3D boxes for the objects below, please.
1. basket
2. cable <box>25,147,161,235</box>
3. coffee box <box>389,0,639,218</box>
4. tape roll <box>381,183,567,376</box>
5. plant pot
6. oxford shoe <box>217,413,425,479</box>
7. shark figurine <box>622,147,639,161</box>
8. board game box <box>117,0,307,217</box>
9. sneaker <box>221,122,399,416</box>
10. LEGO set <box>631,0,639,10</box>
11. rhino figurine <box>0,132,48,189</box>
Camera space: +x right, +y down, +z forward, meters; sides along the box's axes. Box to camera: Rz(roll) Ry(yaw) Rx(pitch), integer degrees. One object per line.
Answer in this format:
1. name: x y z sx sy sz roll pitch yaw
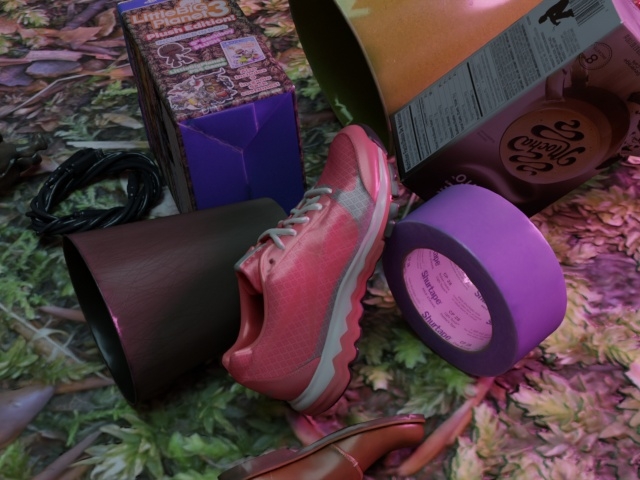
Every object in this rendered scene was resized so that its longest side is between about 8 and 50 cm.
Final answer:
1. basket: -0.140 0.046 1.179 0.227 0.154 0.204 -22 67 -22
2. cable: -0.297 -0.054 1.399 0.150 0.047 0.184 22 46 23
3. coffee box: 0.244 -0.143 1.206 0.297 0.168 0.119 -36 40 28
4. tape roll: 0.156 0.042 1.108 0.080 0.189 0.189 -33 48 -27
5. plant pot: 0.147 -0.291 1.387 0.293 0.275 0.275 -28 45 -9
6. oxford shoe: 0.012 0.224 1.032 0.212 0.076 0.076 -19 73 -16
7. shark figurine: 0.402 -0.161 1.354 0.116 0.166 0.278 -56 27 -6
8. board game box: -0.133 -0.149 1.333 0.141 0.232 0.291 -17 43 -12
9. sneaker: -0.014 0.015 1.099 0.136 0.116 0.314 18 77 -21
10. LEGO set: 0.388 -0.308 1.370 0.132 0.107 0.287 15 32 -18
11. rhino figurine: -0.492 -0.137 1.493 0.243 0.073 0.106 25 48 33
